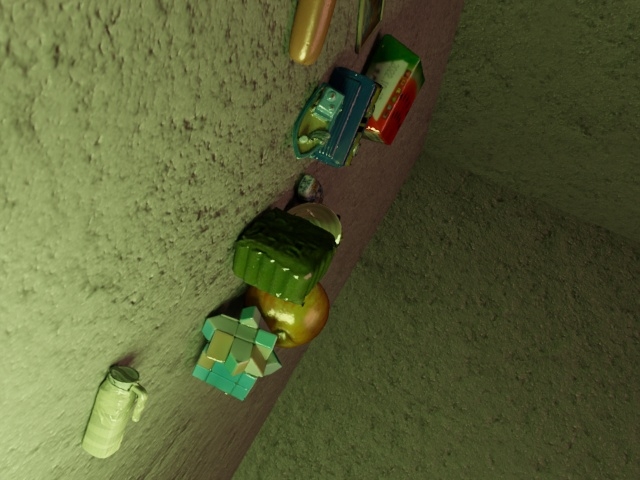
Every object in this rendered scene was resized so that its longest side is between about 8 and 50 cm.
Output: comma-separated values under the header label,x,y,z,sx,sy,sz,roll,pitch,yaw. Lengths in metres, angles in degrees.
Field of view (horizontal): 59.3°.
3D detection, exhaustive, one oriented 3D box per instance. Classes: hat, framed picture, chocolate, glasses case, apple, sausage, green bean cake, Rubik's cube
label,x,y,z,sx,sy,sz,roll,pitch,yaw
hat,-0.060,-0.029,1.957,0.252,0.252,0.110,-67,-152,13
framed picture,0.161,-0.726,1.738,0.184,0.016,0.250,-59,166,-25
chocolate,0.248,-0.541,2.115,0.341,0.161,0.360,-63,168,8
glasses case,-0.032,-0.159,1.953,0.087,0.065,0.248,-65,166,-8
apple,-0.122,0.227,1.867,0.301,0.301,0.301,-58,166,-24
sausage,-0.009,-0.539,1.271,0.086,0.086,0.289,-45,158,-56
green bean cake,-0.102,0.039,1.646,0.250,0.247,0.156,-44,158,-55
Rubik's cube,-0.236,0.330,1.673,0.213,0.265,0.224,-60,-175,33

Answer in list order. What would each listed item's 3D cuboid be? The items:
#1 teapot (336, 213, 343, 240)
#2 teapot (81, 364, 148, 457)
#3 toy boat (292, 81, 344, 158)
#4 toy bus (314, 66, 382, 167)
label,x,y,z,sx,sy,sz,roll,pitch,yaw
teapot,0.000,0.000,2.082,0.182,0.173,0.269,-27,-158,47
teapot,-0.449,0.383,1.244,0.200,0.107,0.077,-68,164,15
toy boat,-0.008,-0.333,1.597,0.238,0.109,0.098,-63,-163,-5
toy bus,0.075,-0.385,1.781,0.287,0.138,0.175,-67,168,16
